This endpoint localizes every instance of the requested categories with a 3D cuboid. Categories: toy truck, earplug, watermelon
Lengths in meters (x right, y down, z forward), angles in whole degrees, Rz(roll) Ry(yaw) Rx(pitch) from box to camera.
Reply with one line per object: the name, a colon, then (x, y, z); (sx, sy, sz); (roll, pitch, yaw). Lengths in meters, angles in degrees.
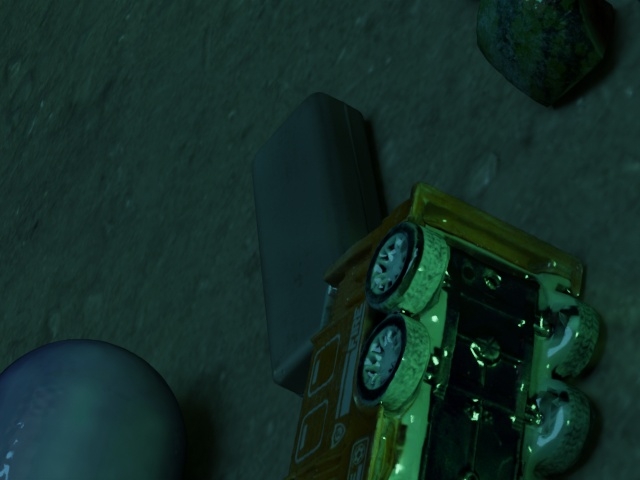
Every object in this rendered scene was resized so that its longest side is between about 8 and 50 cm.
toy truck: (0.049, 0.139, 0.822); (0.162, 0.136, 0.305); (-34, 38, 53)
earplug: (-0.220, 0.287, 1.084); (0.215, 0.215, 0.455); (-23, 46, 50)
watermelon: (0.144, -0.141, 0.950); (0.084, 0.092, 0.072); (-37, -1, 27)

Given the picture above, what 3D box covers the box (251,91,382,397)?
box: (0.000, 0.000, 1.087); (0.103, 0.055, 0.243); (-45, 34, 31)
